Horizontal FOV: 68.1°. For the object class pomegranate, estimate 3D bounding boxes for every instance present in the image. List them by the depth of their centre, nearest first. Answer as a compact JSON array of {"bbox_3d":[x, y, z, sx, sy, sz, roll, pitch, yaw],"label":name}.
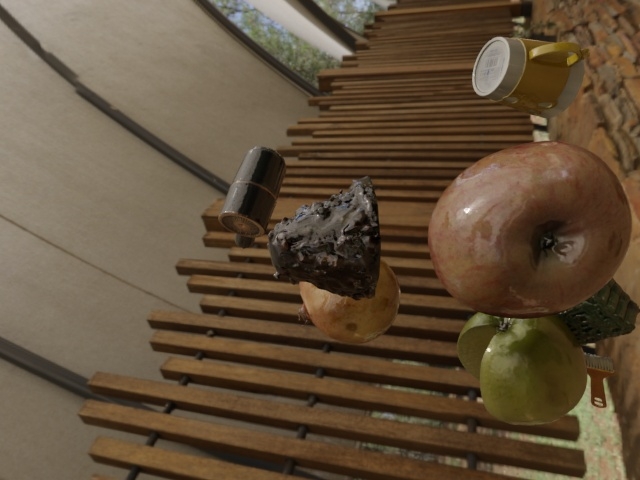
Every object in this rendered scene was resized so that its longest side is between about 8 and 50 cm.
[{"bbox_3d":[0.068,0.163,1.455,0.338,0.338,0.338,3,-90,-74],"label":"pomegranate"}]

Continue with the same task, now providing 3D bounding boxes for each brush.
[{"bbox_3d":[0.804,0.416,1.377,0.017,0.090,0.314,-58,-44,-29],"label":"brush"}]

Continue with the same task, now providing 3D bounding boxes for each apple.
[{"bbox_3d":[0.365,-0.016,0.844,0.269,0.345,0.344,23,-109,-77],"label":"apple"},{"bbox_3d":[0.477,0.288,1.144,0.254,0.292,0.292,60,-149,-25],"label":"apple"}]

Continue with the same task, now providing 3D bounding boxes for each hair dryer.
[{"bbox_3d":[-0.173,-0.066,1.155,0.352,0.107,0.189,123,165,-65],"label":"hair dryer"}]

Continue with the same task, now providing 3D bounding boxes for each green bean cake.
[{"bbox_3d":[0.665,0.168,1.190,0.094,0.181,0.173,-48,4,-34],"label":"green bean cake"}]

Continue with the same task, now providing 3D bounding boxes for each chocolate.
[{"bbox_3d":[0.000,0.000,0.589,0.156,0.133,0.156,179,90,-85],"label":"chocolate"}]

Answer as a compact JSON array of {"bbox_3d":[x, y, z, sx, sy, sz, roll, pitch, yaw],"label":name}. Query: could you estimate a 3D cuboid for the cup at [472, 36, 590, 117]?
[{"bbox_3d":[0.536,-0.430,1.193,0.241,0.226,0.185,150,123,-69],"label":"cup"}]
